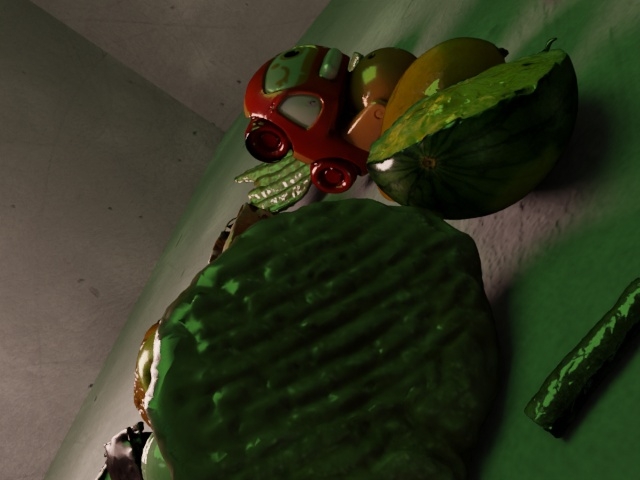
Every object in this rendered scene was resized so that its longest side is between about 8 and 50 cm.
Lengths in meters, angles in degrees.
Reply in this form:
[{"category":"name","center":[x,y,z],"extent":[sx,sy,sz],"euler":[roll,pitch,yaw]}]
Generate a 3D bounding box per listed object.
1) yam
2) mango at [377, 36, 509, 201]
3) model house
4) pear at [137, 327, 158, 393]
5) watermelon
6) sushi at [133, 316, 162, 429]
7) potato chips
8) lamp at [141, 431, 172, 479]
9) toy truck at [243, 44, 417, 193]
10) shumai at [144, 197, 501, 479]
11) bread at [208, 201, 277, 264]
[{"category":"yam","center":[0.184,0.071,0.397],"extent":[0.129,0.027,0.033],"euler":[-55,20,5]},{"category":"mango","center":[0.140,-0.148,0.742],"extent":[0.147,0.109,0.227],"euler":[33,90,47]},{"category":"model house","center":[-0.246,0.352,0.821],"extent":[0.203,0.164,0.141],"euler":[-47,15,33]},{"category":"pear","center":[-0.193,0.191,0.981],"extent":[0.180,0.166,0.216],"euler":[-63,-15,21]},{"category":"watermelon","center":[0.153,-0.094,0.576],"extent":[0.204,0.127,0.232],"euler":[-25,14,26]},{"category":"sushi","center":[-0.270,0.229,1.135],"extent":[0.149,0.140,0.287],"euler":[84,-158,-54]},{"category":"potato chips","center":[-0.025,-0.222,1.266],"extent":[0.389,0.097,0.373],"euler":[-46,20,12]},{"category":"lamp","center":[-0.128,0.268,0.702],"extent":[0.192,0.106,0.106],"euler":[-1,54,36]},{"category":"toy truck","center":[0.024,-0.224,0.939],"extent":[0.239,0.264,0.189],"euler":[-53,17,46]},{"category":"shumai","center":[0.010,0.127,0.555],"extent":[0.314,0.267,0.262],"euler":[-43,-15,-20]},{"category":"bread","center":[-0.126,0.039,1.082],"extent":[0.212,0.142,0.224],"euler":[122,168,-50]}]
